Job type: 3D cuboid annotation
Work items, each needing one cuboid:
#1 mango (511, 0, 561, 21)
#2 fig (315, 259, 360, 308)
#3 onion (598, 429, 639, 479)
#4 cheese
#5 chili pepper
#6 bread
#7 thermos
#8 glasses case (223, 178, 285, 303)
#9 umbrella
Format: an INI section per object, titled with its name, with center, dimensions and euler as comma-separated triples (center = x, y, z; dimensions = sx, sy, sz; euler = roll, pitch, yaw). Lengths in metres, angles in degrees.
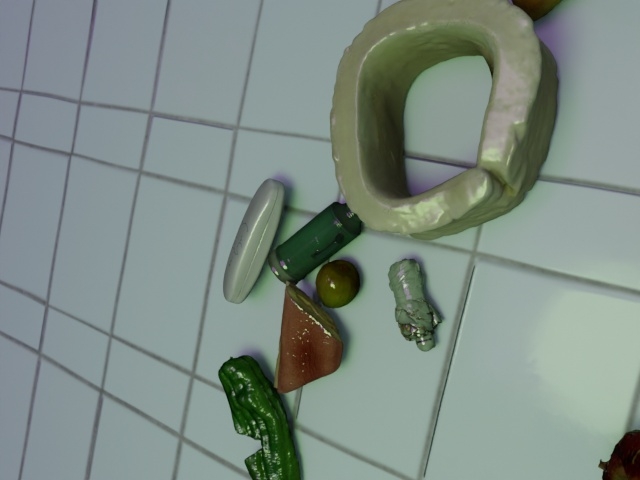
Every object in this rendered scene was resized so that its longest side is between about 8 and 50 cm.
[mango]
center = 0.342, -0.440, 0.770
dimensions = 0.176, 0.119, 0.316
euler = 42, 119, 23
[fig]
center = 0.026, 0.076, 0.980
dimensions = 0.074, 0.074, 0.087
euler = 39, 128, 27
[onion]
center = 0.397, 0.291, 0.710
dimensions = 0.119, 0.119, 0.117
euler = 25, 124, 31
[cheese]
center = 0.169, -0.163, 0.844
dimensions = 0.293, 0.153, 0.331
euler = 5, 93, 33
[chili pepper]
center = -0.102, 0.318, 1.051
dimensions = 0.099, 0.083, 0.253
euler = -26, 80, 31
[bread]
center = -0.017, 0.172, 0.994
dimensions = 0.119, 0.067, 0.192
euler = 13, 105, 16
[thermos]
center = -0.001, -0.004, 0.991
dimensions = 0.188, 0.083, 0.073
euler = -39, 79, 25
[glasses case]
center = -0.119, 0.002, 1.063
dimensions = 0.233, 0.059, 0.092
euler = -66, 19, 14
[umbrella]
center = 0.142, 0.099, 0.915
dimensions = 0.067, 0.062, 0.143
euler = -17, 77, 0
